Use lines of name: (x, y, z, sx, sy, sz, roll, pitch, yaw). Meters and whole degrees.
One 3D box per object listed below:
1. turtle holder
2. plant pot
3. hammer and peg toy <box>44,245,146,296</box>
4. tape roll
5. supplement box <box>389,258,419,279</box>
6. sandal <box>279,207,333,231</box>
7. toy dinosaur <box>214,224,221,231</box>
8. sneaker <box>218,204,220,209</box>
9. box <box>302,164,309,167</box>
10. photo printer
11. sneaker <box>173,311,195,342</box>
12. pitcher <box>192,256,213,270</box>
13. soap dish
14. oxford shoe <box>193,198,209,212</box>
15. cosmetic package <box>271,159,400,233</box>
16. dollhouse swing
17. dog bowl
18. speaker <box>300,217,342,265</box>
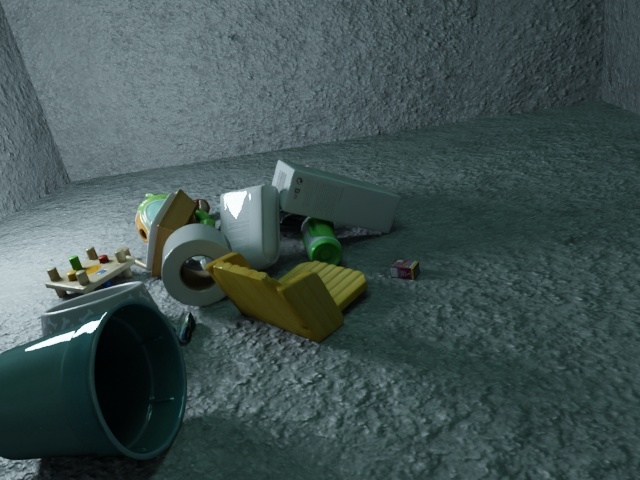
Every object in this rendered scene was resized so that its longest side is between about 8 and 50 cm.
turtle holder: (-0.657, -0.062, 2.228, 0.320, 0.243, 0.227, 22, 28, -26)
plant pot: (-0.534, 0.333, 1.115, 0.334, 0.341, 0.341, -15, 22, 12)
hammer and peg toy: (-0.879, 0.103, 2.016, 0.266, 0.127, 0.361, 3, 27, 31)
tape roll: (-0.416, 0.081, 1.710, 0.246, 0.246, 0.169, -16, 23, -11)
supplement box: (0.274, 0.094, 1.624, 0.083, 0.043, 0.055, 5, 28, 32)
sandal: (-0.165, -0.103, 2.103, 0.446, 0.106, 0.167, 6, 15, 3)
toy dinosaur: (-0.452, -0.010, 2.102, 0.314, 0.120, 0.160, -6, 10, 2)
sneaker: (-0.305, -0.172, 2.342, 0.319, 0.127, 0.208, 13, 52, 27)
box: (-0.095, -0.222, 2.239, 0.154, 0.142, 0.300, -8, -8, 5)
photo printer: (-0.264, -0.038, 1.855, 0.256, 0.307, 0.107, -8, -9, 39)
sneaker: (-0.425, 0.266, 1.534, 0.058, 0.052, 0.135, -13, 22, 5)
pitcher: (-0.430, 0.053, 1.922, 0.126, 0.177, 0.207, -27, -9, 7)
soap dish: (-0.582, -0.020, 1.953, 0.118, 0.290, 0.228, 19, 41, -6)
oxford shoe: (-0.718, -0.110, 2.504, 0.349, 0.122, 0.130, -15, -3, -6)
cosmetic package: (0.053, -0.171, 1.953, 0.454, 0.161, 0.230, 11, 14, -22)
dollhouse swing: (-0.079, 0.095, 1.499, 0.347, 0.315, 0.305, 11, 52, 43)
dog bowl: (-0.700, 0.223, 1.574, 0.349, 0.102, 0.349, -14, 8, 2)
speaker: (0.000, 0.000, 1.863, 0.131, 0.131, 0.296, -12, 23, -3)
